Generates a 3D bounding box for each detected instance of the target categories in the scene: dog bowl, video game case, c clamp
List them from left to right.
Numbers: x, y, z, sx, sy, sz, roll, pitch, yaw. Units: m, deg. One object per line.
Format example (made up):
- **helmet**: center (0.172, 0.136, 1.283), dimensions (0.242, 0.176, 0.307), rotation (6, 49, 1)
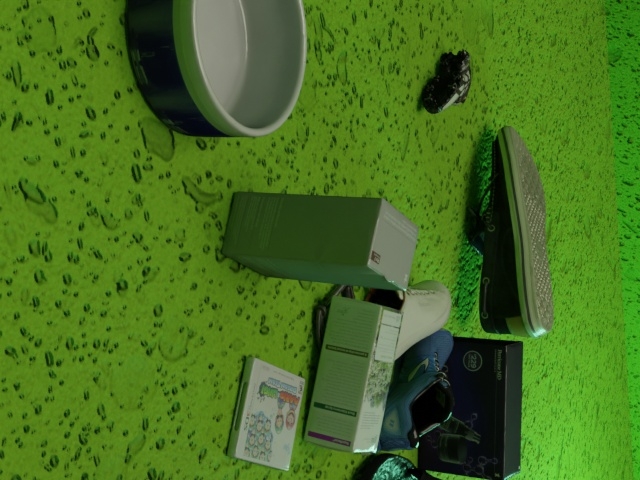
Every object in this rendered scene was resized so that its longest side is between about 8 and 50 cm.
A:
- **dog bowl**: center (-0.125, -0.263, 1.301), dimensions (0.265, 0.104, 0.264), rotation (-5, 96, -60)
- **video game case**: center (-0.077, 0.257, 1.501), dimensions (0.157, 0.019, 0.143), rotation (35, 61, -57)
- **c clamp**: center (0.025, 0.105, 1.680), dimensions (0.160, 0.022, 0.137), rotation (-53, 142, -47)

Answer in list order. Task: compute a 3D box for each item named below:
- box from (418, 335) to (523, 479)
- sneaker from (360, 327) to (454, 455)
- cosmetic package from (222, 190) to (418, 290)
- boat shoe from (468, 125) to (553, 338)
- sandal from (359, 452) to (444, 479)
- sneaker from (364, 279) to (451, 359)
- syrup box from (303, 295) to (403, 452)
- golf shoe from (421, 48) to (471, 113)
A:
- **box**: center (0.295, 0.324, 2.008), dimensions (0.103, 0.184, 0.261), rotation (0, 91, -62)
- **sneaker**: center (0.185, 0.273, 1.844), dimensions (0.330, 0.147, 0.129), rotation (-52, 135, -48)
- **cosmetic package**: center (0.000, 0.000, 1.401), dimensions (0.127, 0.238, 0.107), rotation (35, 61, -57)
- **boat shoe**: center (0.404, -0.023, 2.231), dimensions (0.187, 0.156, 0.500), rotation (32, 52, -52)
- **sandal**: center (0.187, 0.491, 1.898), dimensions (0.446, 0.107, 0.167), rotation (28, 67, -58)
- **sneaker**: center (0.154, 0.111, 1.820), dimensions (0.290, 0.106, 0.123), rotation (-35, 124, -54)
- **syrup box**: center (0.054, 0.216, 1.634), dimensions (0.093, 0.096, 0.236), rotation (20, 81, -61)
- **golf shoe**: center (0.261, -0.295, 2.029), dimensions (0.198, 0.077, 0.094), rotation (-58, 139, -41)
